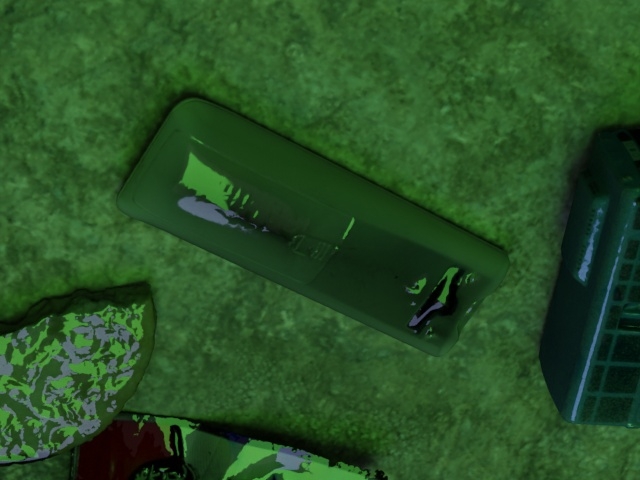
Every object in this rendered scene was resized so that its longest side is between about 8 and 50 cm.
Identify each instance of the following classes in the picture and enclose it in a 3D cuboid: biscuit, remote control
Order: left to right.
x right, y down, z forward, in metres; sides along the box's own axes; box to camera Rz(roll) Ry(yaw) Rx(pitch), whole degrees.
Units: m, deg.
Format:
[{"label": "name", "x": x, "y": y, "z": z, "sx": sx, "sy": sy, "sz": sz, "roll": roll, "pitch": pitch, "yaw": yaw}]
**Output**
[{"label": "biscuit", "x": -0.245, "y": 0.116, "z": 1.324, "sx": 0.250, "sy": 0.032, "sz": 0.133, "roll": -12, "pitch": 114, "yaw": -4}, {"label": "remote control", "x": 0.000, "y": 0.000, "z": 1.294, "sx": 0.313, "sy": 0.055, "sz": 0.109, "roll": 26, "pitch": 112, "yaw": -22}]

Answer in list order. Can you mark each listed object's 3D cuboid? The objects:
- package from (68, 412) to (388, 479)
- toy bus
[{"label": "package", "x": -0.080, "y": 0.245, "z": 1.394, "sx": 0.269, "sy": 0.071, "sz": 0.194, "roll": 4, "pitch": 85, "yaw": -5}, {"label": "toy bus", "x": 0.255, "y": 0.028, "z": 1.320, "sx": 0.133, "sy": 0.116, "sz": 0.234, "roll": 5, "pitch": 120, "yaw": -8}]
